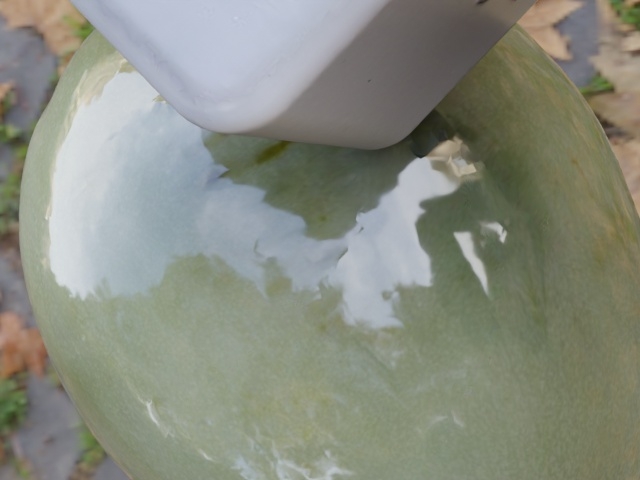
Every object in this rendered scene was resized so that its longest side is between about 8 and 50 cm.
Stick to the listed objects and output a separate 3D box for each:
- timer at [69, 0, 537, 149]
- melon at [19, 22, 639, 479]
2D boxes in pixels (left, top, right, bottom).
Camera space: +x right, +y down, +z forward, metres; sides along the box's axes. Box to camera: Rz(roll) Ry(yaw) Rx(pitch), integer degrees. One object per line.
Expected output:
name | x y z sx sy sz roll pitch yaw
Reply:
timer | -0.003 -0.156 0.573 0.194 0.195 0.192 46 101 10
melon | 0.010 0.012 0.788 0.308 0.272 0.272 37 119 1
